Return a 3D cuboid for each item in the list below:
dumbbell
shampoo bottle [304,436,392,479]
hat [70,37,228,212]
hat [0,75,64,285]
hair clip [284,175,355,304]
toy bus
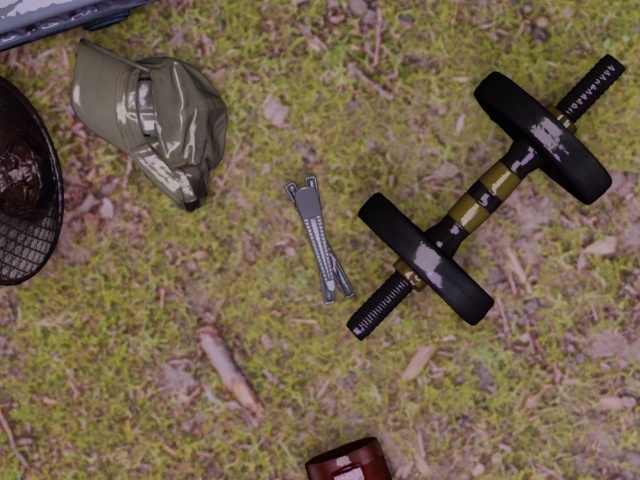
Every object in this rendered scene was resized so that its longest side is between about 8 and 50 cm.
[{"bbox_3d":[0.141,-0.037,1.632,0.143,0.143,0.325,44,93,0],"label":"dumbbell"},{"bbox_3d":[0.073,0.331,1.676,0.118,0.076,0.314,-20,91,10],"label":"shampoo bottle"},{"bbox_3d":[-0.152,-0.114,1.685,0.166,0.081,0.122,29,132,15],"label":"hat"},{"bbox_3d":[-0.268,-0.062,1.681,0.193,0.082,0.193,14,112,38],"label":"hat"},{"bbox_3d":[-0.001,0.000,1.691,0.030,0.039,0.115,-19,93,8],"label":"hair clip"},{"bbox_3d":[-0.283,-0.212,1.645,0.330,0.136,0.109,-18,93,3],"label":"toy bus"}]
